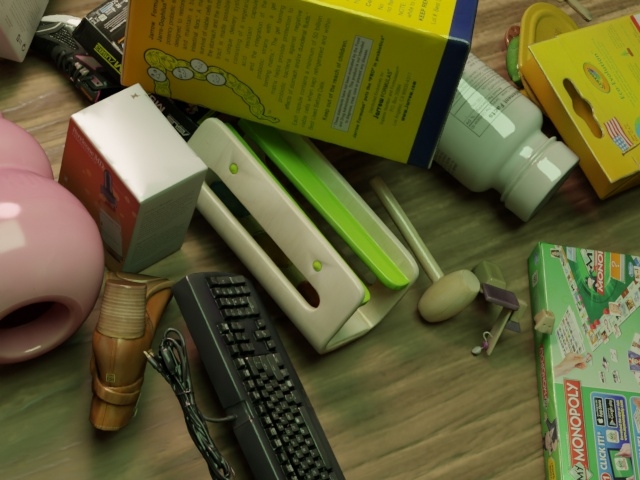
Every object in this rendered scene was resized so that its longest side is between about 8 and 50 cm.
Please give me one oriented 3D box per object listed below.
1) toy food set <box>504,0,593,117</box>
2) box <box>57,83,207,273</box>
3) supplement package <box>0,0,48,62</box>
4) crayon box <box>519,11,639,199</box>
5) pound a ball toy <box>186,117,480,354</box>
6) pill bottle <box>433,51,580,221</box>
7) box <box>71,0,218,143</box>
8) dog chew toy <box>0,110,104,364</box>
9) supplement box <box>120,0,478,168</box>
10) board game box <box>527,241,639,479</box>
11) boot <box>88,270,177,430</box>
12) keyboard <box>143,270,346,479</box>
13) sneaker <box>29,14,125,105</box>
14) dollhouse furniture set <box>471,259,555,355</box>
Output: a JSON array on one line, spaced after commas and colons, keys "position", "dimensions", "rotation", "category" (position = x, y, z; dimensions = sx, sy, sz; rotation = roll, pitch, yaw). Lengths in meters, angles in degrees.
[{"position": [0.288, -0.235, 1.902], "dimensions": [0.128, 0.071, 0.218], "rotation": [28, 54, -28], "category": "toy food set"}, {"position": [-0.209, -0.061, 1.579], "dimensions": [0.091, 0.170, 0.130], "rotation": [-30, 71, -29], "category": "box"}, {"position": [-0.402, -0.379, 1.641], "dimensions": [0.198, 0.199, 0.262], "rotation": [16, 72, 10], "category": "supplement package"}, {"position": [0.387, -0.177, 1.828], "dimensions": [0.318, 0.081, 0.202], "rotation": [-19, 75, -40], "category": "crayon box"}, {"position": [0.000, 0.000, 1.650], "dimensions": [0.319, 0.136, 0.208], "rotation": [49, 34, 15], "category": "pound a ball toy"}, {"position": [0.196, -0.134, 1.767], "dimensions": [0.229, 0.131, 0.131], "rotation": [41, 57, 10], "category": "pill bottle"}, {"position": [-0.169, -0.227, 1.711], "dimensions": [0.184, 0.045, 0.190], "rotation": [45, 42, -5], "category": "box"}, {"position": [-0.357, -0.036, 1.512], "dimensions": [0.207, 0.206, 0.332], "rotation": [-15, 57, -24], "category": "dog chew toy"}, {"position": [-0.016, -0.250, 1.588], "dimensions": [0.357, 0.195, 0.194], "rotation": [16, 48, 0], "category": "supplement box"}, {"position": [0.358, 0.159, 1.689], "dimensions": [0.214, 0.046, 0.317], "rotation": [7, 58, -11], "category": "board game box"}, {"position": [-0.204, 0.112, 1.524], "dimensions": [0.073, 0.197, 0.152], "rotation": [8, 94, 7], "category": "boot"}, {"position": [-0.071, 0.175, 1.492], "dimensions": [0.201, 0.033, 0.317], "rotation": [-7, 66, -52], "category": "keyboard"}, {"position": [-0.266, -0.201, 1.708], "dimensions": [0.178, 0.072, 0.077], "rotation": [22, 57, -2], "category": "sneaker"}, {"position": [0.210, 0.086, 1.701], "dimensions": [0.091, 0.081, 0.114], "rotation": [18, 23, -13], "category": "dollhouse furniture set"}]
